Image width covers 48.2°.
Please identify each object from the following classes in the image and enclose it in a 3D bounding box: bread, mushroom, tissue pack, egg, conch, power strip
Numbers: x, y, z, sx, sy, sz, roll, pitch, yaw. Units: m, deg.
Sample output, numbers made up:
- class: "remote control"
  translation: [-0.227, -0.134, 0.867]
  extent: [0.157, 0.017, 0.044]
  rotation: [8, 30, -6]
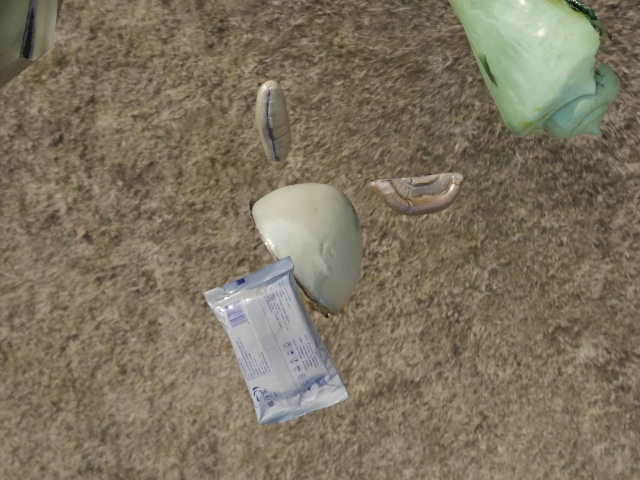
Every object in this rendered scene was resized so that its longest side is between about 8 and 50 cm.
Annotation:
- class: "bread"
  translation: [-0.100, -0.247, 1.549]
  extent: [0.073, 0.053, 0.214]
  rotation: [-24, 143, -15]
- class: "mushroom"
  translation: [0.209, -0.101, 1.553]
  extent: [0.210, 0.072, 0.094]
  rotation: [-9, 86, -14]
- class: "tissue pack"
  translation: [-0.056, 0.131, 0.900]
  extent: [0.123, 0.026, 0.193]
  rotation: [-24, 88, 7]
- class: "egg"
  translation: [-0.003, -0.004, 1.368]
  extent: [0.174, 0.286, 0.264]
  rotation: [-36, 124, 9]
- class: "conch"
  translation: [0.256, -0.231, 0.846]
  extent: [0.137, 0.143, 0.250]
  rotation: [-24, 94, 7]
- class: "power strip"
  translation: [-0.369, -0.254, 0.770]
  extent: [0.092, 0.251, 0.257]
  rotation: [35, 136, 0]
